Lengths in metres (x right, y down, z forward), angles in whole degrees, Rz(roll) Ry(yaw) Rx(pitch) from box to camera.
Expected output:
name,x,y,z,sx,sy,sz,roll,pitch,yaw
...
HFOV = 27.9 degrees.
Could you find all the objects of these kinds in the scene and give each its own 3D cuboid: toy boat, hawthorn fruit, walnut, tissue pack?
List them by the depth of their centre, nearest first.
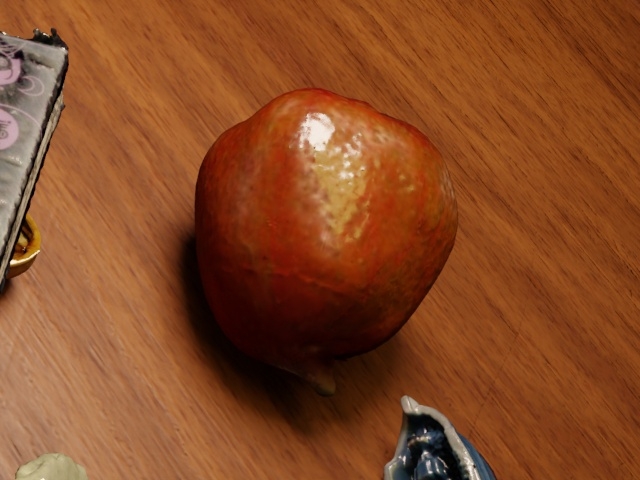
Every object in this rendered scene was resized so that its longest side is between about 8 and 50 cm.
name,x,y,z,sx,sy,sz,roll,pitch,yaw
tissue pack,-0.399,-0.071,1.212,0.259,0.122,0.361,11,46,-6
walnut,-0.336,0.003,1.278,0.121,0.052,0.091,25,43,6
toy boat,0.118,0.290,1.306,0.142,0.129,0.309,30,37,-35
hawthorn fruit,-0.007,-0.014,1.402,0.295,0.295,0.311,38,63,-2

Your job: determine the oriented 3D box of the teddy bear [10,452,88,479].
name,x,y,z,sx,sy,sz,roll,pitch,yaw
teddy bear,-0.277,0.314,0.990,0.375,0.362,0.327,61,34,-55
